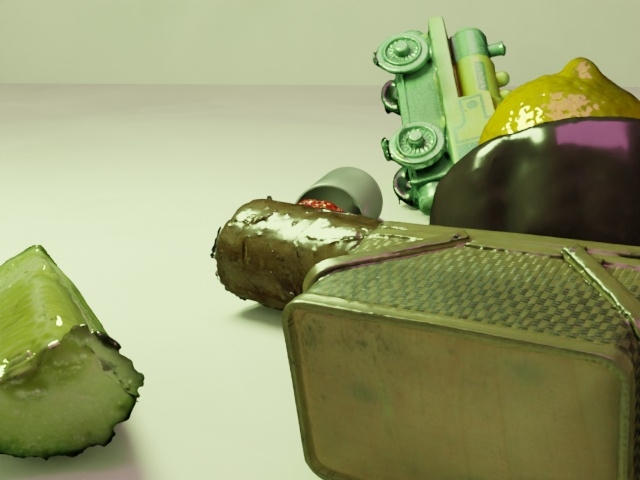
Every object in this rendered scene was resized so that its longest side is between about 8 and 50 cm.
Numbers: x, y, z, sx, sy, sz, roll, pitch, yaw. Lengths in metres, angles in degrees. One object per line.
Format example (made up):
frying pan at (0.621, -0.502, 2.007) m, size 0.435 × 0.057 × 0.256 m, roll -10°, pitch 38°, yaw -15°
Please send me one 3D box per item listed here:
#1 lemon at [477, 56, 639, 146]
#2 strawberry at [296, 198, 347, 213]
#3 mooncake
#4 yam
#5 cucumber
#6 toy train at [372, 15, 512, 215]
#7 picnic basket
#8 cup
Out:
lemon at (0.293, -0.083, 1.204) m, size 0.228 × 0.254 × 0.228 m, roll -1°, pitch 29°, yaw 0°
strawberry at (0.000, -0.001, 1.207) m, size 0.106 × 0.106 × 0.106 m, roll -1°, pitch 15°, yaw 0°
mooncake at (0.224, 0.019, 0.843) m, size 0.282 × 0.141 × 0.283 m, roll 1°, pitch -26°, yaw 0°
yam at (0.030, 0.030, 1.048) m, size 0.279 × 0.131 × 0.131 m, roll 12°, pitch 20°, yaw 35°
cucumber at (-0.250, 0.094, 0.881) m, size 0.145 × 0.105 × 0.325 m, roll -32°, pitch 23°, yaw -10°
toy train at (0.210, -0.205, 1.571) m, size 0.237 × 0.150 × 0.369 m, roll -12°, pitch 54°, yaw 11°
picnic basket at (0.114, 0.094, 0.707) m, size 0.266 × 0.165 × 0.139 m, roll 7°, pitch 29°, yaw 31°
cup at (0.034, -0.024, 1.340) m, size 0.099 × 0.136 × 0.133 m, roll -32°, pitch 5°, yaw 19°
